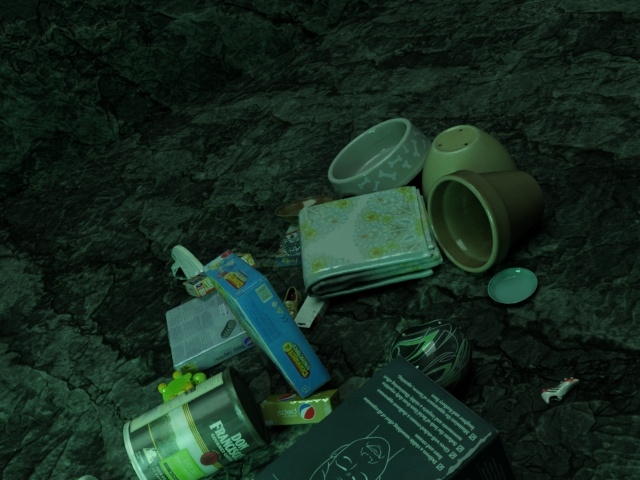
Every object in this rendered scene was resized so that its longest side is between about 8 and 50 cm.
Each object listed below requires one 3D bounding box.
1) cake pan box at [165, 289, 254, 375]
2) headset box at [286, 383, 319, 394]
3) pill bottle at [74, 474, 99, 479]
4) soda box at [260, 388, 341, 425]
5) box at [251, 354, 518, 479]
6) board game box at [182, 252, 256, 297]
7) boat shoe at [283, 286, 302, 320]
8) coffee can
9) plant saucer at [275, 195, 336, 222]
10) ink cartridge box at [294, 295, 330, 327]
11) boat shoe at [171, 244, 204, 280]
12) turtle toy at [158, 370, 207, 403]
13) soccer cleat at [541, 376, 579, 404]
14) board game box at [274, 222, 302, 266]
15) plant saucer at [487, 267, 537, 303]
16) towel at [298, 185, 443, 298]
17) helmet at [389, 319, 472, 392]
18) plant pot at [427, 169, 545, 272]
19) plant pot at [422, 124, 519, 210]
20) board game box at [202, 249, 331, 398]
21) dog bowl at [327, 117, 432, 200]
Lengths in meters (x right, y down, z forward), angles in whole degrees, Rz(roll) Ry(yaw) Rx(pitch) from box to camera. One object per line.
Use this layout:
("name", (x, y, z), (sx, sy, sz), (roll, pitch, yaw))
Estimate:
("cake pan box", (-0.309, 0.240, 2.109), (0.246, 0.070, 0.266), (-26, 36, -2))
("headset box", (-0.039, 0.357, 1.819), (0.083, 0.032, 0.062), (-16, 38, 14))
("pill bottle", (-0.624, 0.658, 1.726), (0.246, 0.136, 0.136), (-26, 36, 2))
("soda box", (-0.044, 0.391, 1.740), (0.182, 0.058, 0.061), (-9, 7, 22))
("box", (0.125, 0.469, 1.422), (0.396, 0.211, 0.293), (-37, 37, -15))
("board game box", (-0.305, 0.101, 2.230), (0.194, 0.045, 0.147), (-30, 11, -19))
("boat shoe", (-0.085, 0.184, 2.054), (0.050, 0.045, 0.135), (-14, 37, 18))
("coffee can", (-0.283, 0.444, 1.722), (0.276, 0.201, 0.201), (-28, 36, -1))
("plant saucer", (-0.043, -0.095, 2.340), (0.199, 0.036, 0.198), (-12, 16, 3))
("ink cartridge box", (-0.025, 0.198, 2.013), (0.063, 0.029, 0.115), (2, 46, 34))
("boat shoe", (-0.433, 0.086, 2.369), (0.081, 0.079, 0.227), (-35, 39, -19))
("turtle toy", (-0.357, 0.391, 1.950), (0.130, 0.066, 0.095), (-39, 37, -17))
("soccer cleat", (0.499, 0.312, 1.539), (0.083, 0.029, 0.035), (-25, 44, 9))
("board game box", (0.000, 0.000, 2.232), (0.244, 0.042, 0.165), (-5, 41, 28))
("plant saucer", (0.468, 0.115, 1.808), (0.120, 0.021, 0.119), (-17, 37, 14))
("towel", (0.129, -0.001, 2.069), (0.375, 0.090, 0.320), (-11, 41, 5))
("helmet", (0.252, 0.262, 1.645), (0.162, 0.169, 0.169), (-19, 33, 38))
("plant pot", (0.442, -0.074, 1.906), (0.229, 0.262, 0.263), (-21, 31, -25))
("plant pot", (0.410, -0.215, 2.114), (0.284, 0.190, 0.284), (-17, 37, 13))
("board game box", (-0.136, 0.194, 1.795), (0.086, 0.308, 0.302), (-36, 22, -13))
("dog bowl", (0.173, -0.247, 2.308), (0.349, 0.102, 0.348), (-31, 25, 16))
